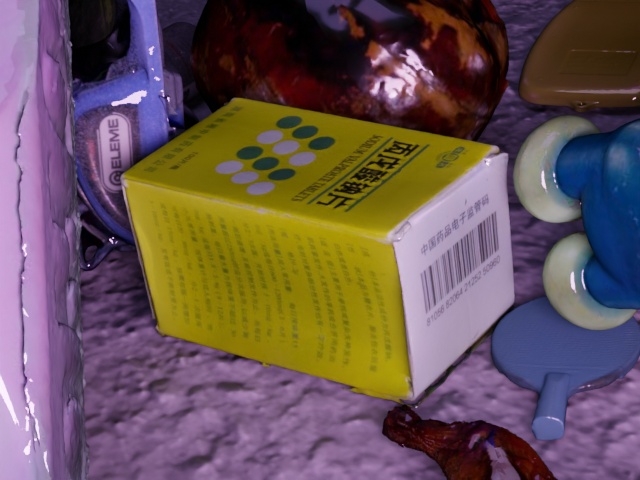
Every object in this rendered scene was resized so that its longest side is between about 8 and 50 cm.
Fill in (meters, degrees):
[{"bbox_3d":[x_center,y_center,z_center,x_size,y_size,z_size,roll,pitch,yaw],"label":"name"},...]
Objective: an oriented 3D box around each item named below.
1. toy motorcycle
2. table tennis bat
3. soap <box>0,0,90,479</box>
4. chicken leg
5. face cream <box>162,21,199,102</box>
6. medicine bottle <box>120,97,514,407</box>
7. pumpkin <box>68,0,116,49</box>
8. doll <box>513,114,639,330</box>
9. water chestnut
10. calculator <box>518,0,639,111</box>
[{"bbox_3d":[-0.187,-0.129,1.122,0.213,0.358,0.125,-8,26,-14],"label":"toy motorcycle"},{"bbox_3d":[0.160,0.078,0.980,0.100,0.019,0.155,1,30,15],"label":"table tennis bat"},{"bbox_3d":[-0.222,0.019,0.870,0.156,0.446,0.261,-3,-9,-5],"label":"soap"},{"bbox_3d":[0.093,0.149,0.853,0.093,0.053,0.205,-24,25,6],"label":"chicken leg"},{"bbox_3d":[-0.211,-0.120,1.393,0.073,0.073,0.283,14,37,37],"label":"face cream"},{"bbox_3d":[0.000,0.000,1.049,0.250,0.141,0.137,13,34,35],"label":"medicine bottle"},{"bbox_3d":[-0.341,-0.246,1.486,0.323,0.241,0.323,-6,29,3],"label":"pumpkin"},{"bbox_3d":[0.302,-0.039,0.958,0.322,0.198,0.186,-23,8,-16],"label":"doll"},{"bbox_3d":[0.028,-0.166,1.222,0.289,0.244,0.289,-5,35,4],"label":"water chestnut"},{"bbox_3d":[0.272,-0.179,1.380,0.157,0.033,0.236,5,35,24],"label":"calculator"}]
